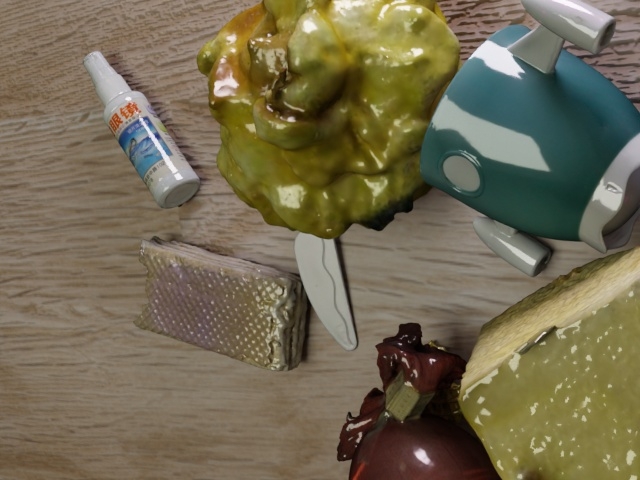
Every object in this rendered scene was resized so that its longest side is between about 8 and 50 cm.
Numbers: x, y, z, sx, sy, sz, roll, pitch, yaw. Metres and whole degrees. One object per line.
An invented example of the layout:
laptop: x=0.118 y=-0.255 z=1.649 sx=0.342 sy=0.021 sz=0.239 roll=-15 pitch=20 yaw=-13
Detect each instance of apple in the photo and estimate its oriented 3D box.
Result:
apple: x=0.258 y=0.183 z=1.046 sx=0.309 sy=0.252 sz=0.314 roll=54 pitch=151 yaw=-3

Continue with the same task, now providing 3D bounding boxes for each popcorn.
popcorn: x=0.011 y=-0.136 z=1.221 sx=0.286 sy=0.252 sz=0.215 roll=-54 pitch=25 yaw=29

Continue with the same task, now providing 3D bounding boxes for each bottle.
bottle: x=-0.217 y=-0.136 z=1.533 sx=0.060 sy=0.060 sz=0.217 roll=-49 pitch=64 yaw=35

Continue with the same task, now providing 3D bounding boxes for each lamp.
lamp: x=0.091 y=0.222 z=1.247 sx=0.223 sy=0.151 sz=0.215 roll=46 pitch=138 yaw=13

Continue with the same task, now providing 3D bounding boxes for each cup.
cup: x=0.203 y=-0.077 z=1.116 sx=0.173 sy=0.167 sz=0.299 roll=33 pitch=144 yaw=24

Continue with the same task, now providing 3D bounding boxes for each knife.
knife: x=-0.002 y=0.000 z=1.384 sx=0.058 sy=0.032 sz=0.244 roll=-6 pitch=96 yaw=17

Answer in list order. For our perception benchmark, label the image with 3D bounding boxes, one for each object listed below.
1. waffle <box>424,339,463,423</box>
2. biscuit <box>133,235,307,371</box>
waffle: x=0.115 y=0.150 z=1.317 sx=0.085 sy=0.016 sz=0.078 roll=55 pitch=131 yaw=21
biscuit: x=-0.115 y=0.069 z=1.475 sx=0.239 sy=0.062 sz=0.108 roll=14 pitch=104 yaw=38
